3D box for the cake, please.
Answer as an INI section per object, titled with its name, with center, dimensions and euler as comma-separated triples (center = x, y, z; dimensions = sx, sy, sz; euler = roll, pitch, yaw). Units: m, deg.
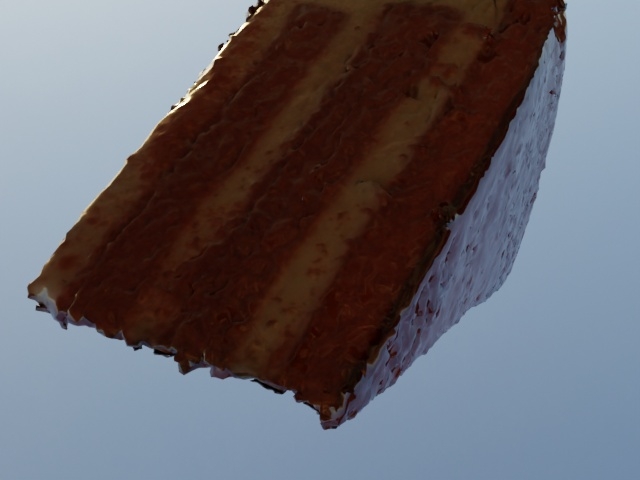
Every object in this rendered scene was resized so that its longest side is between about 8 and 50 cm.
[cake]
center = 0.000, 0.000, 0.491
dimensions = 0.158, 0.159, 0.262
euler = 17, -130, 20
